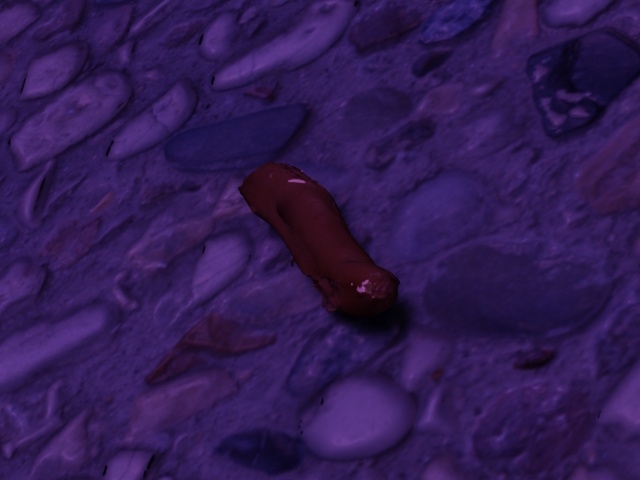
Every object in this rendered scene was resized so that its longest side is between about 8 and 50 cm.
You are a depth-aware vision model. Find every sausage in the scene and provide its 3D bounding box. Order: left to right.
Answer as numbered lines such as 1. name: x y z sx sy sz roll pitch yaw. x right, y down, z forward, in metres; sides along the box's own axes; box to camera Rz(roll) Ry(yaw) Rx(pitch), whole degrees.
1. sausage: -0.001 0.000 1.723 0.078 0.078 0.304 -38 36 0
